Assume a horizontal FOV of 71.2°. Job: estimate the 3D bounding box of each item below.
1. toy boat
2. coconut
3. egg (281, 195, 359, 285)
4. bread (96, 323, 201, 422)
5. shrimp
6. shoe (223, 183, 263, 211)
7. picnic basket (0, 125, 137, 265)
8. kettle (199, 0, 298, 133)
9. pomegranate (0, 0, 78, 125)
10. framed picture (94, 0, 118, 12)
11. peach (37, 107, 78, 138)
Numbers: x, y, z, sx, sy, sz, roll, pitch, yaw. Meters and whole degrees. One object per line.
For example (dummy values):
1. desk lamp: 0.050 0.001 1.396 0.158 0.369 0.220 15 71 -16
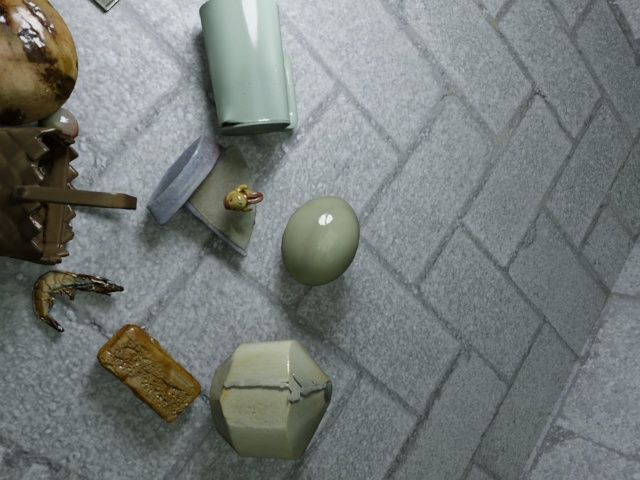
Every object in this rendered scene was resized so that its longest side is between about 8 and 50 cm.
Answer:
1. toy boat: -0.291 -0.133 1.203 0.294 0.111 0.276 25 80 -39
2. coconut: -0.117 0.414 1.177 0.323 0.323 0.322 -1 92 -27
3. egg: 0.000 0.000 1.282 0.219 0.219 0.269 24 76 -26
4. bread: -0.434 0.337 1.151 0.139 0.077 0.271 -48 113 -22
5. shrimp: -0.590 0.152 1.084 0.195 0.035 0.147 11 84 -20
6. shoe: -0.204 -0.112 1.180 0.109 0.069 0.072 2 89 -58
7. picnic basket: -0.577 -0.091 0.961 0.321 0.254 0.291 3 91 -17
8. kettle: -0.187 -0.451 1.204 0.205 0.265 0.317 -8 96 5
9. pomegranate: -0.664 -0.390 0.898 0.322 0.322 0.322 -1 92 -27
10. framed picture: -0.524 -0.688 1.101 0.150 0.015 0.203 41 74 -23
11. peach: -0.607 -0.266 1.039 0.083 0.083 0.083 -1 92 -27
